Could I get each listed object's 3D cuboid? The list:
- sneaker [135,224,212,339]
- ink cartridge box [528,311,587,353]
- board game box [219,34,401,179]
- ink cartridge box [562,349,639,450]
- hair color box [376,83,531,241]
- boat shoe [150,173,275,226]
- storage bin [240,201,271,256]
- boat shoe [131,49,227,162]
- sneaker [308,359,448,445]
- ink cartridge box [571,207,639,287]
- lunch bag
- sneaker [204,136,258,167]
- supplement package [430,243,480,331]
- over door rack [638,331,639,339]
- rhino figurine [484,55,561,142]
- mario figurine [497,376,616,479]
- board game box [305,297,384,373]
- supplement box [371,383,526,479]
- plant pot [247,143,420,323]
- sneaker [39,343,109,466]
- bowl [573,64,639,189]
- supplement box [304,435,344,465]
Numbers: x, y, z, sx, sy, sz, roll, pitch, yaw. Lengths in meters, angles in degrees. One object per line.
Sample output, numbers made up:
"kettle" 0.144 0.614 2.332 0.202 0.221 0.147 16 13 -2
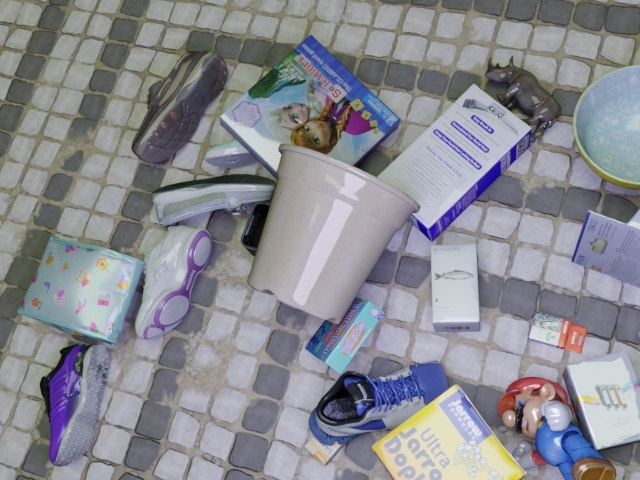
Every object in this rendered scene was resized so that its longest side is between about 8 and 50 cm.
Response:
"sneaker" -0.382 0.100 1.870 0.152 0.114 0.305 15 71 31
"ink cartridge box" 0.518 0.201 1.655 0.115 0.029 0.063 14 75 17
"board game box" -0.025 -0.291 1.866 0.319 0.066 0.318 44 79 6
"ink cartridge box" 0.584 0.329 1.544 0.127 0.128 0.176 -15 68 8
"hair color box" 0.313 -0.184 1.791 0.339 0.110 0.185 -44 67 -2
"boat shoe" -0.264 -0.101 1.903 0.320 0.118 0.103 -7 107 8
"storage bin" -0.087 -0.010 1.836 0.180 0.084 0.122 15 76 16
"boat shoe" -0.389 -0.359 2.013 0.130 0.132 0.355 25 70 29
"sneaker" 0.125 0.339 1.599 0.315 0.182 0.127 -17 65 -5
"ink cartridge box" 0.687 0.031 1.515 0.330 0.324 0.071 24 78 19
"lunch bag" -0.568 0.125 1.864 0.262 0.160 0.223 12 74 22
"sneaker" -0.182 -0.281 1.942 0.256 0.094 0.151 -15 75 -3
"supplement package" 0.302 0.107 1.695 0.105 0.105 0.179 -3 71 13
"over door rack" 0.836 0.265 1.519 0.324 0.108 0.239 -10 71 9
"rhino figurine" 0.481 -0.357 1.828 0.106 0.073 0.243 -35 66 4
"mario figurine" 0.431 0.390 1.488 0.170 0.320 0.198 30 105 -22
"board game box" 0.049 0.200 1.671 0.047 0.210 0.160 38 82 -11
"supplement box" 0.253 0.432 1.463 0.195 0.356 0.194 -37 67 -1
"plant pot" 0.000 0.000 1.634 0.334 0.334 0.305 24 88 19
"sneaker" -0.613 0.388 1.823 0.146 0.102 0.293 4 68 18
"bowl" 0.706 -0.228 1.687 0.289 0.156 0.289 -4 72 12
"supplement box" 0.021 0.442 1.684 0.062 0.036 0.098 39 84 20
